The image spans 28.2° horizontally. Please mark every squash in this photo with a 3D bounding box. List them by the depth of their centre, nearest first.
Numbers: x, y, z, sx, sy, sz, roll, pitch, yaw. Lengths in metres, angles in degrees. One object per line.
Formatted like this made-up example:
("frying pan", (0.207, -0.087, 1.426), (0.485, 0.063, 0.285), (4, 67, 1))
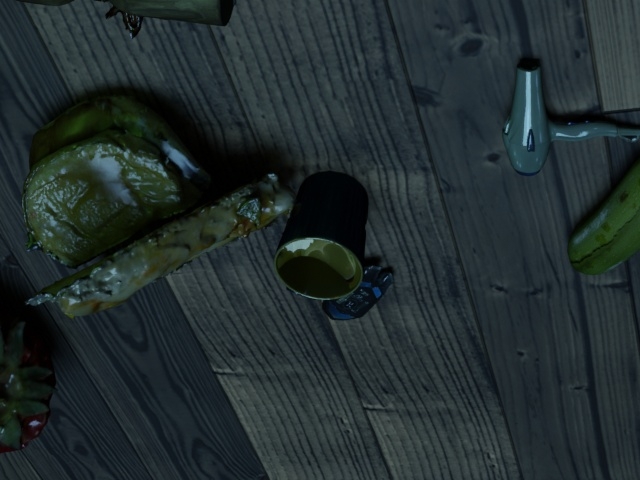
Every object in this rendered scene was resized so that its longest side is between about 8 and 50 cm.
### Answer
("squash", (0.451, -0.054, 1.778), (0.095, 0.094, 0.341), (23, 135, -11))

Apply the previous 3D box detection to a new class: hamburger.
("hamburger", (-0.322, -0.096, 1.863), (0.309, 0.132, 0.211), (-24, 108, 26))

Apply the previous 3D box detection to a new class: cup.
("cup", (0.000, 0.000, 1.891), (0.131, 0.155, 0.176), (24, 137, -12))

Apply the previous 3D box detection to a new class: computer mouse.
("computer mouse", (0.057, 0.076, 2.036), (0.079, 0.047, 0.135), (31, 124, -35))

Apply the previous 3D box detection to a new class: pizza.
("pizza", (-0.216, 0.012, 1.881), (0.392, 0.435, 0.080), (-27, 94, 0))

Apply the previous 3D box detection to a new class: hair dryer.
("hair dryer", (0.337, -0.178, 1.710), (0.199, 0.067, 0.167), (-14, 126, 12))

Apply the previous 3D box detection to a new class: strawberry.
("strawberry", (-0.657, 0.233, 2.220), (0.345, 0.295, 0.317), (2, 175, 35))

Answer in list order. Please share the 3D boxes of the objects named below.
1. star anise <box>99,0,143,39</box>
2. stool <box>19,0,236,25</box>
("star anise", (-0.280, -0.339, 1.672), (0.191, 0.070, 0.097), (24, 109, -10))
("stool", (-0.233, -0.363, 1.543), (0.264, 0.179, 0.179), (8, 137, 2))
